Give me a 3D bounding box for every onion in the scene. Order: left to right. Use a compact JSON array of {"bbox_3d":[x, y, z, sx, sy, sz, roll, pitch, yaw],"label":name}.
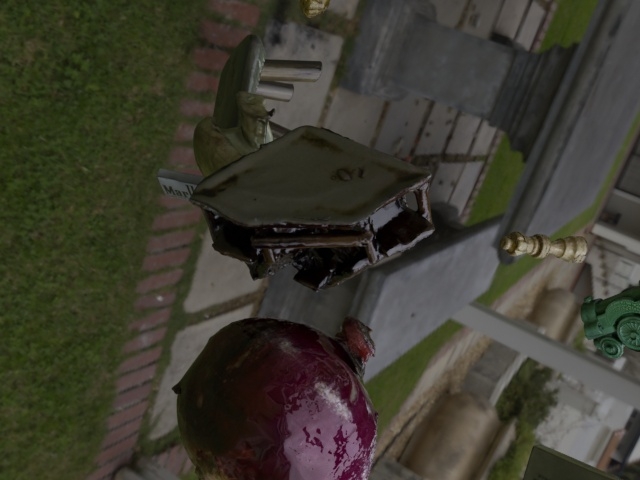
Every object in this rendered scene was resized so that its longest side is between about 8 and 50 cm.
[{"bbox_3d":[-0.034,0.248,1.104,0.385,0.348,0.347,-41,149,-34],"label":"onion"}]

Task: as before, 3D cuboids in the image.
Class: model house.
[{"bbox_3d":[0.000,0.000,1.159,0.317,0.297,0.282,-34,144,-17],"label":"model house"}]

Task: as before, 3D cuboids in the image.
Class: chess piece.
[{"bbox_3d":[0.430,0.011,1.344,0.060,0.172,0.060,-174,-90,-75],"label":"chess piece"}]

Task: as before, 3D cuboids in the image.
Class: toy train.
[{"bbox_3d":[0.472,0.112,1.037,0.071,0.104,0.178,-30,176,-37],"label":"toy train"}]

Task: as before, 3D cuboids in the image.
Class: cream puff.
[{"bbox_3d":[-0.007,-0.480,1.352,0.083,0.058,0.083,104,7,-66],"label":"cream puff"}]

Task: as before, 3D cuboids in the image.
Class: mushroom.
[{"bbox_3d":[-0.176,-0.148,1.481,0.292,0.212,0.217,103,-9,-59],"label":"mushroom"}]

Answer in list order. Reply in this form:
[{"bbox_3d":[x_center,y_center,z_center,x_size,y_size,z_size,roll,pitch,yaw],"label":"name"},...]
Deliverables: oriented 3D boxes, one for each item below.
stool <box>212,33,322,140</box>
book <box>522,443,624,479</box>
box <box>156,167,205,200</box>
[{"bbox_3d":[-0.158,-0.366,1.900,0.310,0.226,0.310,169,-70,-67],"label":"stool"},{"bbox_3d":[0.310,0.410,0.808,0.025,0.215,0.282,10,93,-49],"label":"book"},{"bbox_3d":[-0.332,-0.136,1.818,0.115,0.178,0.035,84,19,-65],"label":"box"}]
